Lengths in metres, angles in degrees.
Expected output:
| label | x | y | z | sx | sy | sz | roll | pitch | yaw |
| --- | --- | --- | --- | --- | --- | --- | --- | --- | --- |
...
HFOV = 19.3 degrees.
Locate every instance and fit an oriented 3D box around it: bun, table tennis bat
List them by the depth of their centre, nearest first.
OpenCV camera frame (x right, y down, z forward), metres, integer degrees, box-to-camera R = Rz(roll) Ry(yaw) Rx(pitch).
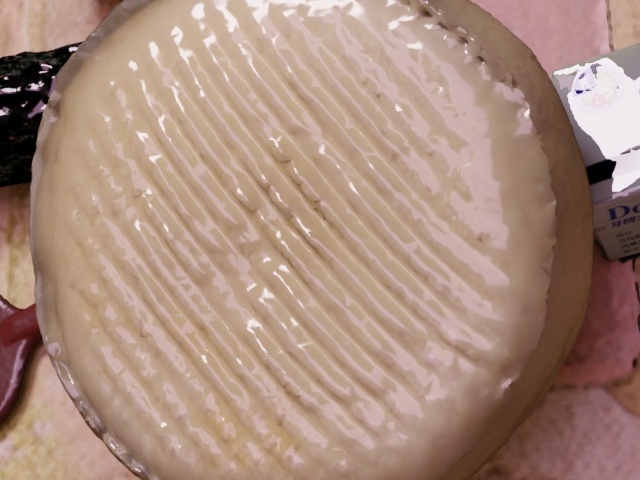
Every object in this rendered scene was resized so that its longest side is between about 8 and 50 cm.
| label | x | y | z | sx | sy | sz | roll | pitch | yaw |
| --- | --- | --- | --- | --- | --- | --- | --- | --- | --- |
| bun | 0.000 | 0.000 | 0.894 | 0.287 | 0.146 | 0.287 | -3 | 85 | 28 |
| table tennis bat | -0.180 | 0.058 | 1.012 | 0.154 | 0.019 | 0.098 | -28 | 61 | 12 |

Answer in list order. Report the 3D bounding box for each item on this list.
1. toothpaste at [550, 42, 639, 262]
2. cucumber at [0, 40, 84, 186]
| label | x | y | z | sx | sy | sz | roll | pitch | yaw |
| --- | --- | --- | --- | --- | --- | --- | --- | --- | --- |
| toothpaste | 0.278 | -0.080 | 0.865 | 0.336 | 0.067 | 0.081 | -17 | 61 | 14 |
| cucumber | -0.151 | -0.069 | 1.020 | 0.303 | 0.072 | 0.081 | -8 | 37 | 18 |
